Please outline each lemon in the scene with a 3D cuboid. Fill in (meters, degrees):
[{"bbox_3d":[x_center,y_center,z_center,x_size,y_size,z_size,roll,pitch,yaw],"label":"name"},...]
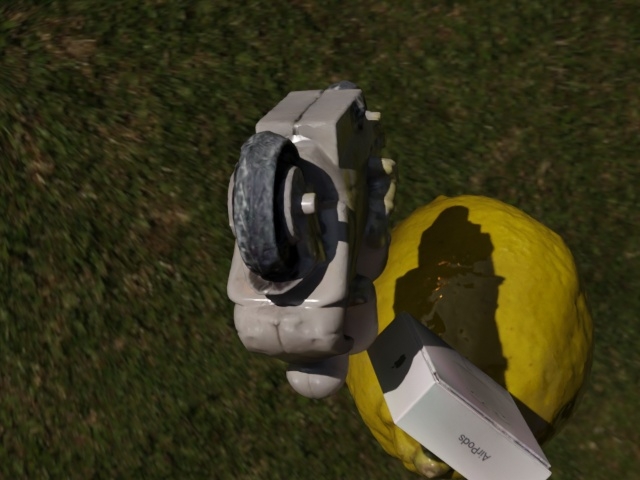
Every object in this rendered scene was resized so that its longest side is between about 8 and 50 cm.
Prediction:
[{"bbox_3d":[0.158,0.106,1.336,0.285,0.316,0.285,-12,144,-9],"label":"lemon"}]

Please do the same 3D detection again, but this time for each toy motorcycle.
[{"bbox_3d":[0.000,0.000,0.951,0.108,0.341,0.223,-1,107,14],"label":"toy motorcycle"}]

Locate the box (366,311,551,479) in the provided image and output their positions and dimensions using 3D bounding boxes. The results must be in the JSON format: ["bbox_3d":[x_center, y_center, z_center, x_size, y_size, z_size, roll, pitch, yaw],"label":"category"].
[{"bbox_3d":[0.109,0.134,1.012,0.130,0.129,0.051,38,102,-19],"label":"box"}]
